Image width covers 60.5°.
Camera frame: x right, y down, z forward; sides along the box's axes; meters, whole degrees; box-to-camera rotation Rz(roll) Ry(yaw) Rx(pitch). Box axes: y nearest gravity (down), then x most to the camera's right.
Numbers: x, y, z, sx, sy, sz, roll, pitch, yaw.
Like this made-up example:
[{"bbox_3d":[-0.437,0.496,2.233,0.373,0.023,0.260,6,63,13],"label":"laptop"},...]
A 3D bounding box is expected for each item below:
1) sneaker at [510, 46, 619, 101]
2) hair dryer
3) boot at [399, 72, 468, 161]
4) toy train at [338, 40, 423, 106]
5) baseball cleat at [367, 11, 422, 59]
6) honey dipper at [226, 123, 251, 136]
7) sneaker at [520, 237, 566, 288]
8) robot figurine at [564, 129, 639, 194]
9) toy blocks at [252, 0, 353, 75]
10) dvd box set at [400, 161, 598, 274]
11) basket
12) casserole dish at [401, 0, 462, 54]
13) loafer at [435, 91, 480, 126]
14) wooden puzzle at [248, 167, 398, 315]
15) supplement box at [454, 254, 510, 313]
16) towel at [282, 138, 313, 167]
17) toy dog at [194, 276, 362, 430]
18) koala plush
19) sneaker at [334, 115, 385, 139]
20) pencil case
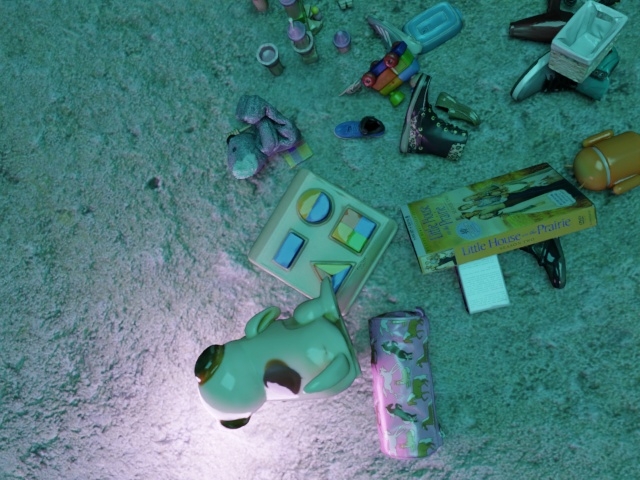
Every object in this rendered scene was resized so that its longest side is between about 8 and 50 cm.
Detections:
[{"bbox_3d":[0.684,-0.436,1.489,0.295,0.124,0.178,-36,71,4],"label":"sneaker"},{"bbox_3d":[0.660,-0.655,1.545,0.294,0.080,0.223,-35,65,0],"label":"hair dryer"},{"bbox_3d":[0.324,-0.332,1.511,0.179,0.085,0.236,15,129,7],"label":"boot"},{"bbox_3d":[0.184,-0.443,1.585,0.143,0.105,0.248,44,133,-14],"label":"toy train"},{"bbox_3d":[0.198,-0.579,1.601,0.206,0.072,0.109,43,120,26],"label":"baseball cleat"},{"bbox_3d":[-0.210,-0.352,1.672,0.161,0.030,0.030,-28,81,2],"label":"honey dipper"},{"bbox_3d":[0.581,0.028,1.482,0.130,0.087,0.227,-15,80,10],"label":"sneaker"},{"bbox_3d":[0.770,-0.209,1.450,0.219,0.128,0.158,-21,97,6],"label":"robot figurine"},{"bbox_3d":[-0.063,-0.673,1.555,0.309,0.260,0.288,-14,83,8],"label":"toy blocks"},{"bbox_3d":[0.432,-0.067,1.414,0.421,0.307,0.062,-16,116,8],"label":"dvd box set"},{"bbox_3d":[0.670,-0.500,1.390,0.113,0.103,0.167,39,79,22],"label":"basket"},{"bbox_3d":[0.325,-0.626,1.601,0.188,0.037,0.114,-30,81,7],"label":"casserole dish"},{"bbox_3d":[0.389,-0.364,1.562,0.148,0.056,0.050,40,93,20],"label":"loafer"},{"bbox_3d":[0.000,0.000,1.580,0.348,0.080,0.322,31,91,10],"label":"wooden puzzle"},{"bbox_3d":[0.427,0.079,1.488,0.114,0.111,0.220,-15,83,8],"label":"supplement box"},{"bbox_3d":[-0.066,-0.262,1.648,0.083,0.009,0.060,-32,82,6],"label":"towel"},{"bbox_3d":[-0.112,0.336,1.420,0.408,0.395,0.284,-19,114,4],"label":"toy dog"},{"bbox_3d":[-0.187,-0.276,1.583,0.203,0.196,0.221,33,92,-22],"label":"koala plush"},{"bbox_3d":[0.110,-0.328,1.586,0.152,0.084,0.058,5,86,10],"label":"sneaker"},{"bbox_3d":[0.226,0.377,1.474,0.167,0.160,0.386,-4,83,-20],"label":"pencil case"}]
